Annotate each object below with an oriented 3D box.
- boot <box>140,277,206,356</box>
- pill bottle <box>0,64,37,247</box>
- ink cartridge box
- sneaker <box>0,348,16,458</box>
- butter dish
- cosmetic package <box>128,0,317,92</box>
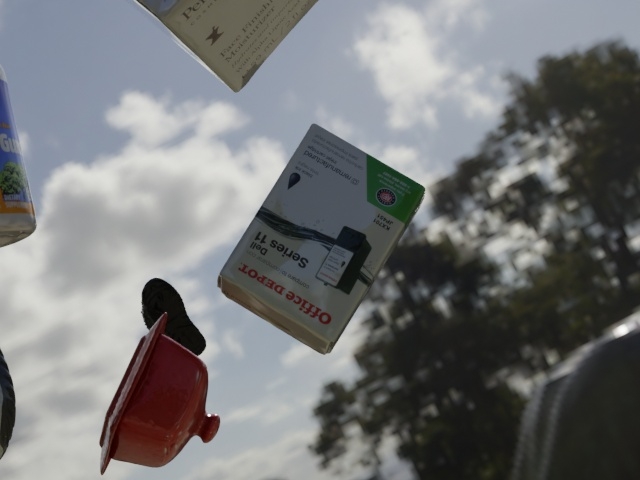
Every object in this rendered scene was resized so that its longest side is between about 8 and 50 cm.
[{"bbox_3d":[-0.190,0.088,1.988,0.045,0.121,0.099,-41,26,-14],"label":"boot"},{"bbox_3d":[-0.427,-0.126,1.903,0.152,0.272,0.152,-13,-6,-2],"label":"pill bottle"},{"bbox_3d":[0.000,0.000,1.839,0.208,0.153,0.087,-59,-4,-13],"label":"ink cartridge box"},{"bbox_3d":[-0.426,0.068,1.506,0.145,0.385,0.147,-51,-19,29],"label":"sneaker"},{"bbox_3d":[-0.168,0.187,1.821,0.160,0.118,0.160,113,180,-61],"label":"butter dish"},{"bbox_3d":[-0.094,-0.238,1.284,0.151,0.151,0.183,-49,-19,1],"label":"cosmetic package"}]
